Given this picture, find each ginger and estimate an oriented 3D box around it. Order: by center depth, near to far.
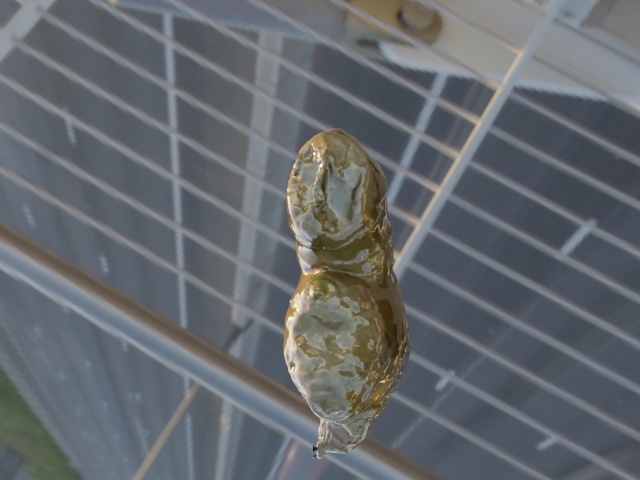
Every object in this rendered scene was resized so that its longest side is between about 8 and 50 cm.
[{"bbox_3d":[0.019,0.066,0.739,0.081,0.148,0.334,-7,152,2],"label":"ginger"}]
